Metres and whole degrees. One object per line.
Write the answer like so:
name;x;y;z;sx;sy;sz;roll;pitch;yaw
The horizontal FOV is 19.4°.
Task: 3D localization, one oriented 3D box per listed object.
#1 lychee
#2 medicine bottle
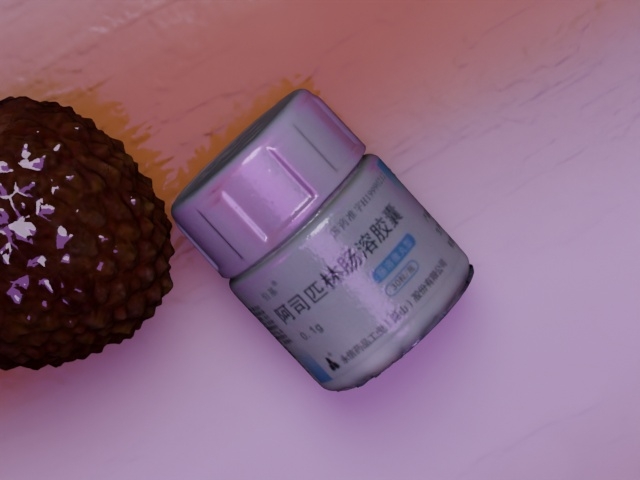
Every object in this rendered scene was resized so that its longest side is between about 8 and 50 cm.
lychee;-0.186;0.002;1.201;0.188;0.188;0.188;-1;99;-4
medicine bottle;0.000;0.000;1.229;0.135;0.135;0.168;-42;97;3
